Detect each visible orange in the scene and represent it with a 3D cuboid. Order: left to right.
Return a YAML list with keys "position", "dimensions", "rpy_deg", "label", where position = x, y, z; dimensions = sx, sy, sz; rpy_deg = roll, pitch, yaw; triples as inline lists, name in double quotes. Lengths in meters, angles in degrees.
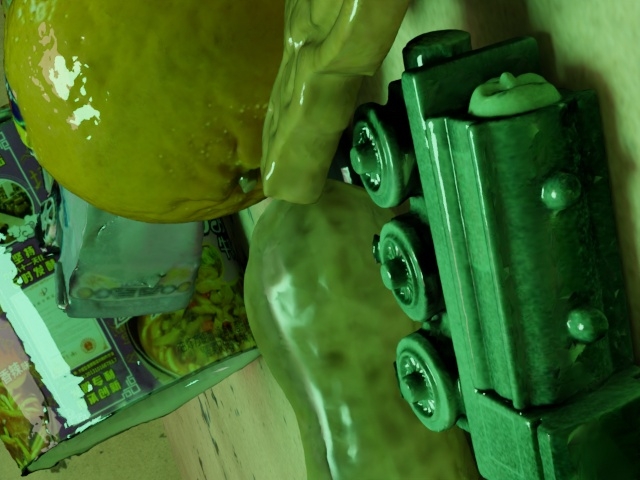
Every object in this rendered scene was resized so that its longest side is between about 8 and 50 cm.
- position: [-0.073, -0.090, 0.672]
  dimensions: [0.155, 0.178, 0.177]
  rpy_deg: [-119, 17, -52]
  label: "orange"

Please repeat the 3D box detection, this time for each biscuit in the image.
- position: [0.014, -0.112, 0.465]
  dimensions: [0.236, 0.040, 0.144]
  rpy_deg: [113, 161, -58]
  label: "biscuit"

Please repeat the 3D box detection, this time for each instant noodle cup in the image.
- position: [-0.218, 0.042, 1.194]
  dimensions: [0.266, 0.340, 0.340]
  rpy_deg: [63, 166, 9]
  label: "instant noodle cup"

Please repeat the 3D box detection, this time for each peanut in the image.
- position: [0.023, 0.080, 0.681]
  dimensions: [0.103, 0.098, 0.229]
  rpy_deg: [-26, -78, -61]
  label: "peanut"

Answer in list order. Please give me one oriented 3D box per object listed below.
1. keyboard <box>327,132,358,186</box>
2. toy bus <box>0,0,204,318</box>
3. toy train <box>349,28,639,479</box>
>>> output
- position: [0.001, 0.000, 0.847]
  dimensions: [0.262, 0.016, 0.106]
  rpy_deg: [93, 156, -56]
  label: "keyboard"
- position: [-0.157, -0.102, 0.953]
  dimensions: [0.138, 0.113, 0.317]
  rpy_deg: [110, 148, -47]
  label: "toy bus"
- position: [0.067, 0.010, 0.470]
  dimensions: [0.111, 0.071, 0.170]
  rpy_deg: [22, 127, 62]
  label: "toy train"
